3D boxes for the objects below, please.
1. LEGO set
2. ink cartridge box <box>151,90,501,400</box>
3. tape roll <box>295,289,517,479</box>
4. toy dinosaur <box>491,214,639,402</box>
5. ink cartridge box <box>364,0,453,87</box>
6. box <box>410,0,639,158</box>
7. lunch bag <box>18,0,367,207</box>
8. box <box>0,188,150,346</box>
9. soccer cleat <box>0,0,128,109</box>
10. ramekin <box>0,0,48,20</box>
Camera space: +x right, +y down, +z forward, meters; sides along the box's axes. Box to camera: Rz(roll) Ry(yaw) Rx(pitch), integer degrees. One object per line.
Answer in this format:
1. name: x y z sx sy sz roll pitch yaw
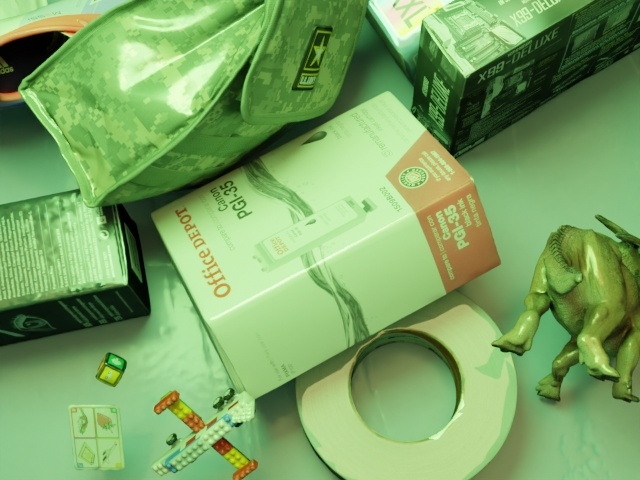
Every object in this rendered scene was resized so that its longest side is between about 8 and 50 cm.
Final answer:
1. LEGO set: -0.150 0.220 1.202 0.183 0.060 0.244 0 116 1
2. ink cartridge box: 0.000 0.000 1.247 0.283 0.117 0.207 -28 39 -6
3. tape roll: 0.085 0.151 1.278 0.219 0.072 0.219 0 76 0
4. toy dinosaur: 0.266 0.043 1.228 0.127 0.296 0.200 8 71 34
5. ink cartridge box: 0.184 -0.387 1.339 0.395 0.151 0.270 -35 78 3
6. box: 0.241 -0.219 1.282 0.307 0.242 0.076 -31 76 -6
7. lunch bag: -0.093 -0.169 1.210 0.287 0.235 0.169 -35 84 23
8. box: -0.288 0.031 1.273 0.207 0.153 0.108 -11 75 -3
9. soccer cleat: -0.235 -0.208 1.308 0.318 0.116 0.108 -25 116 -29
10. ramekin: -0.399 -0.234 1.323 0.109 0.207 0.207 19 72 51
